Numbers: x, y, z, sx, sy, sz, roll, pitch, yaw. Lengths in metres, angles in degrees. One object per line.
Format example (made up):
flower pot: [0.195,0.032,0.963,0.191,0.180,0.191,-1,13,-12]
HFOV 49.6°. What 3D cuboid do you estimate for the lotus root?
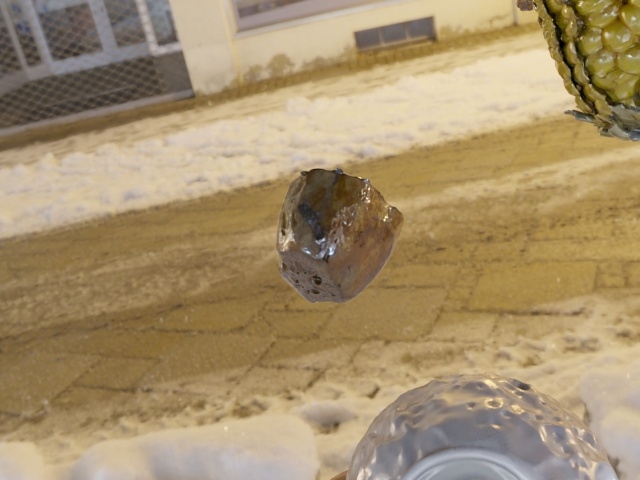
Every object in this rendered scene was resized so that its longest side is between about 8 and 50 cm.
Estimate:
lotus root: [0.000,0.000,1.637,0.316,0.316,0.250,3,53,32]

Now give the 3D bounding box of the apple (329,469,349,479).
apple: [0.102,0.468,1.104,0.253,0.253,0.253,-11,23,5]

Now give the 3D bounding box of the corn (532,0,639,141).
corn: [0.153,-0.201,0.392,0.115,0.318,0.115,-26,9,4]

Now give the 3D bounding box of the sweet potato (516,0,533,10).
sweet potato: [0.364,-0.410,0.791,0.359,0.112,0.112,-36,17,18]

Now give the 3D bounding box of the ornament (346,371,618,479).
ornament: [0.192,0.329,0.842,0.337,0.337,0.337,-11,23,5]
